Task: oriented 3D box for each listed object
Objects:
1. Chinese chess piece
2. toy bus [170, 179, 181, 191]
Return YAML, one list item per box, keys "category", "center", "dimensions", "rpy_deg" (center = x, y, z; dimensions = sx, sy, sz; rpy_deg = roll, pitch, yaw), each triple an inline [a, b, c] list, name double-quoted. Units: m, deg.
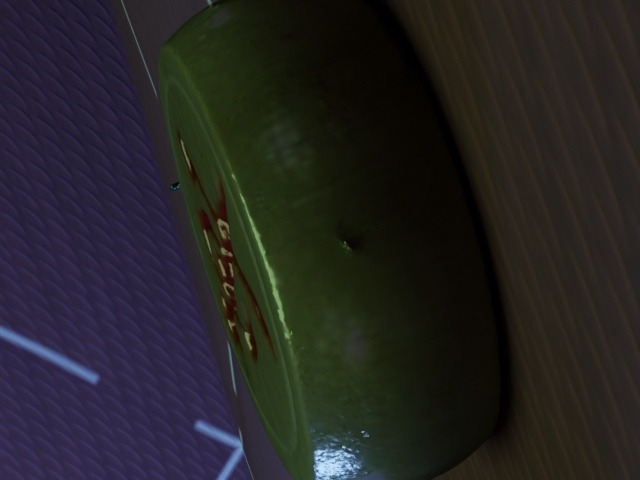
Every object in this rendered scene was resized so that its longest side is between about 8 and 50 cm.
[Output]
- category: "Chinese chess piece"
  center: [0.000, 0.000, 0.726]
  dimensions: [0.251, 0.097, 0.251]
  rpy_deg: [162, 90, -80]
- category: "toy bus"
  center: [-0.034, 0.015, 0.990]
  dimensions: [0.101, 0.088, 0.175]
  rpy_deg: [144, 107, -82]
